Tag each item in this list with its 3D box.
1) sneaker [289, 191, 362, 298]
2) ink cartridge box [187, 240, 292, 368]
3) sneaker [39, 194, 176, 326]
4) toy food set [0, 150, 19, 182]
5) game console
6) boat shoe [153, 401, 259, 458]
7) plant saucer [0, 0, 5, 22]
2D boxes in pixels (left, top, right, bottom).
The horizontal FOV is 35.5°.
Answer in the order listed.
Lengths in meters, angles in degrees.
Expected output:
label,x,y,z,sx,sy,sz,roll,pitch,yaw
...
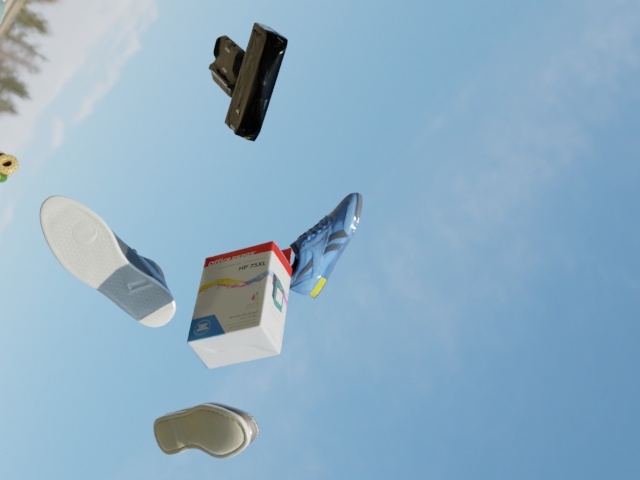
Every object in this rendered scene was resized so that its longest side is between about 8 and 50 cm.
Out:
label,x,y,z,sx,sy,sz,roll,pitch,yaw
sneaker,0.000,0.000,1.742,0.209,0.082,0.069,-60,-167,13
ink cartridge box,-0.127,0.087,1.634,0.134,0.078,0.231,-14,-137,19
sneaker,-0.381,0.031,1.770,0.104,0.296,0.147,-46,-164,-3
toy food set,-0.550,-0.125,1.653,0.082,0.083,0.020,-54,177,-44
game console,-0.162,-0.352,2.044,0.361,0.044,0.213,49,-56,59
boat shoe,-0.227,0.392,2.094,0.324,0.096,0.117,-17,-93,48
plant saucer,-0.650,-0.378,1.770,0.195,0.037,0.195,-16,-131,20
